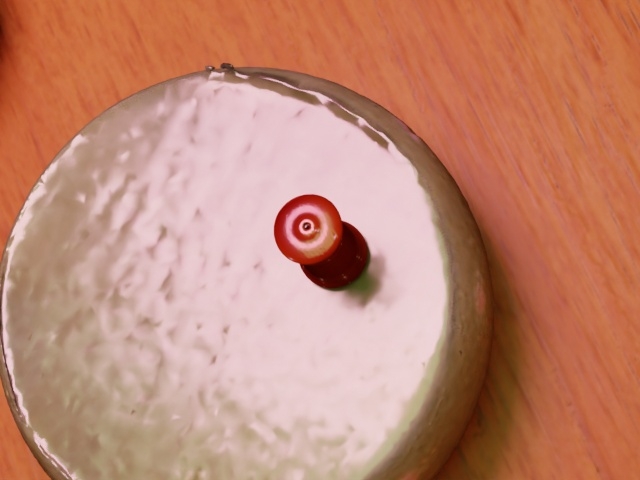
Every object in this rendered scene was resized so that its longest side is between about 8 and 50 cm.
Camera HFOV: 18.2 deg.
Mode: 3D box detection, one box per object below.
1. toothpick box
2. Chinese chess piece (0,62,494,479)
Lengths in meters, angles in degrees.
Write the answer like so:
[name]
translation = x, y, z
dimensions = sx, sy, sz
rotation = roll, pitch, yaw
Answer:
[toothpick box]
translation = 0.000, 0.000, 1.276
dimensions = 0.047, 0.083, 0.047
rotation = -3, 77, 11
[Chinese chess piece]
translation = -0.052, 0.053, 1.396
dimensions = 0.349, 0.146, 0.349
rotation = -3, 78, 12
